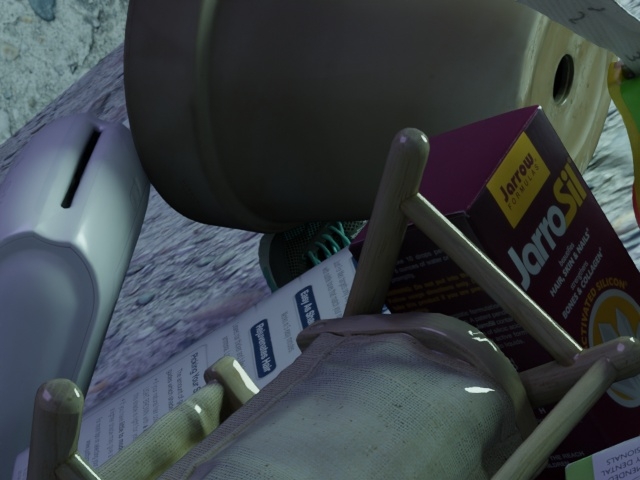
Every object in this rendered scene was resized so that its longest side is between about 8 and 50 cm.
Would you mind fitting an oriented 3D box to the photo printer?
[{"bbox_3d":[-0.213,0.063,1.247,0.256,0.107,0.307,-85,14,-65],"label":"photo printer"}]

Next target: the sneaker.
[{"bbox_3d":[0.000,0.000,1.365,0.076,0.065,0.166,-20,25,22],"label":"sneaker"}]

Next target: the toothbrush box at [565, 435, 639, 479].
[{"bbox_3d":[0.193,0.162,0.442,0.206,0.122,0.283,-27,35,22],"label":"toothbrush box"}]

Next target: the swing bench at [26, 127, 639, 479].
[{"bbox_3d":[-0.027,0.121,0.771,0.253,0.165,0.254,-39,-9,-41],"label":"swing bench"}]

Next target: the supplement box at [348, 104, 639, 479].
[{"bbox_3d":[0.111,0.038,0.881,0.081,0.188,0.104,-16,26,42],"label":"supplement box"}]

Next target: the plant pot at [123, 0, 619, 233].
[{"bbox_3d":[0.058,-0.141,1.243,0.280,0.323,0.323,14,45,28],"label":"plant pot"}]

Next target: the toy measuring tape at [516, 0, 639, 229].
[{"bbox_3d":[0.176,-0.047,0.849,0.121,0.330,0.121,-33,45,40],"label":"toy measuring tape"}]

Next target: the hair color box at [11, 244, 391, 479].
[{"bbox_3d":[-0.028,0.118,1.046,0.347,0.105,0.174,-33,19,5],"label":"hair color box"}]
